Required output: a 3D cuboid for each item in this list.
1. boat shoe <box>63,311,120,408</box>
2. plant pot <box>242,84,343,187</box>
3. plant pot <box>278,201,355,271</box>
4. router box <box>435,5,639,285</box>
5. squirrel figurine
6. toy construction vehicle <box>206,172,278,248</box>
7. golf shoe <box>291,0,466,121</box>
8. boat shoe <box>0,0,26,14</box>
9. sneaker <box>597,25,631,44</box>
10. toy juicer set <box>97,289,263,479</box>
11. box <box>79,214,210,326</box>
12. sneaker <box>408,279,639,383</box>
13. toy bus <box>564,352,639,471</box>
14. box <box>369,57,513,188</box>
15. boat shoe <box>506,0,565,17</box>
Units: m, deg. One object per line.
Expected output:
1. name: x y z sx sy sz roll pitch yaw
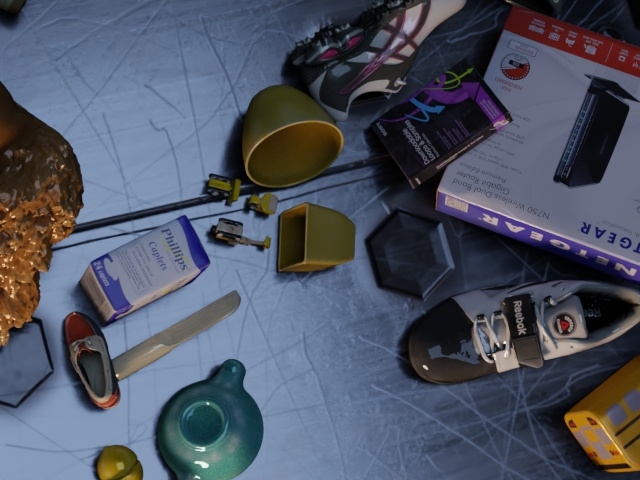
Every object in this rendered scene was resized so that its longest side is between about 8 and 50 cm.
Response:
1. boat shoe: -0.286 0.144 1.779 0.049 0.043 0.137 -26 68 2
2. plant pot: -0.048 -0.148 1.887 0.134 0.134 0.095 -11 58 -18
3. plant pot: 0.000 0.000 1.890 0.083 0.081 0.081 7 78 -26
4. router box: 0.366 -0.127 1.962 0.336 0.082 0.301 20 74 9
5. squirrel figurine: -0.490 -0.035 1.658 0.397 0.281 0.370 40 78 -3
6. toy construction vehicle: -0.108 -0.036 1.891 0.098 0.035 0.085 12 66 -16
7. golf shoe: 0.094 -0.268 1.969 0.273 0.105 0.120 -29 105 -13
8. boat shoe: -0.384 -0.436 1.844 0.089 0.104 0.285 17 76 -16
9. sneaker: 0.449 -0.265 2.082 0.047 0.057 0.119 -39 91 -17
10. toy juicer set: -0.175 0.242 1.801 0.209 0.089 0.329 -11 70 3
11. box: -0.220 0.039 1.791 0.137 0.126 0.072 -28 87 -19
12. sneaker: 0.281 0.108 1.918 0.331 0.146 0.122 -14 85 -17
13. toy bus: 0.506 0.194 1.986 0.333 0.108 0.130 -35 89 -19
14. box: 0.161 -0.159 1.934 0.162 0.029 0.116 -36 57 4
15. boat shoe: 0.218 -0.407 2.013 0.305 0.109 0.091 21 70 -16
